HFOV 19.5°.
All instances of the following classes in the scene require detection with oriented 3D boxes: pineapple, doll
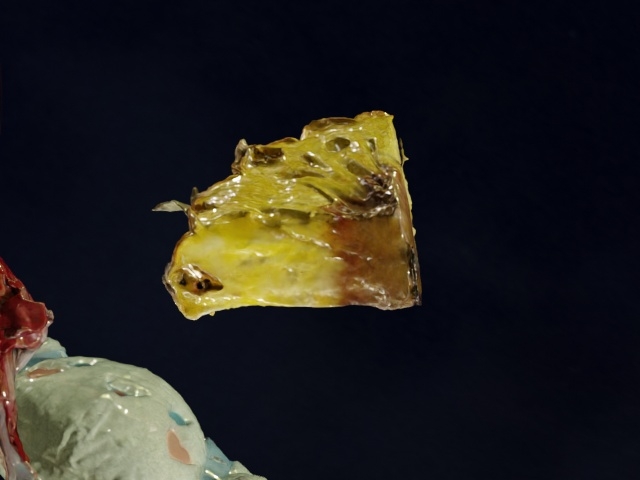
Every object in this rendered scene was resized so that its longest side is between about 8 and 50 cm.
[{"bbox_3d":[0.000,0.000,0.806,0.116,0.137,0.069,19,-51,46],"label":"pineapple"},{"bbox_3d":[-0.112,0.104,0.956,0.214,0.103,0.071,25,-73,15],"label":"doll"}]

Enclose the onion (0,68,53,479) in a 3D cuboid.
[{"bbox_3d":[-0.201,0.000,0.744,0.273,0.285,0.273,-54,-161,28],"label":"onion"}]
